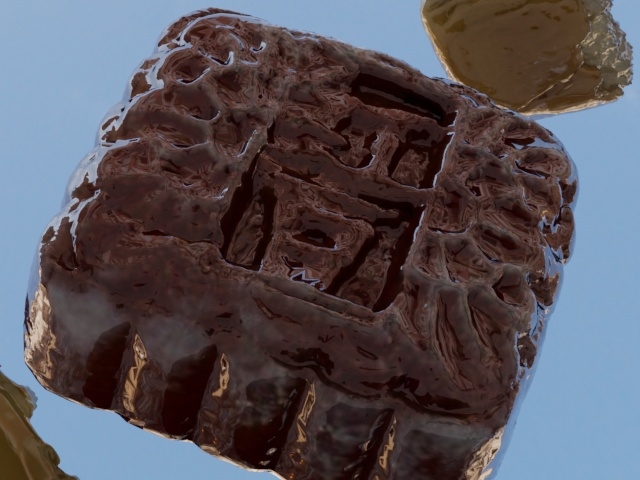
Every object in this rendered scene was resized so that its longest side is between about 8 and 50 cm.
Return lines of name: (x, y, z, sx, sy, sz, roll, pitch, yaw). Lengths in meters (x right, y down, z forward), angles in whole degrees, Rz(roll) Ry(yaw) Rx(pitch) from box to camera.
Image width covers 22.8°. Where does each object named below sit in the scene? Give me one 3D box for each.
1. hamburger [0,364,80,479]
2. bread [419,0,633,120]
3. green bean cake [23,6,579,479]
hamburger: (-0.223, 0.139, 0.697, 0.149, 0.237, 0.237, -37, -77, 24)
bread: (0.117, -0.121, 0.897, 0.106, 0.082, 0.125, -22, -38, 12)
green bean cake: (0.000, 0.000, 0.439, 0.136, 0.135, 0.056, 20, -48, 2)
